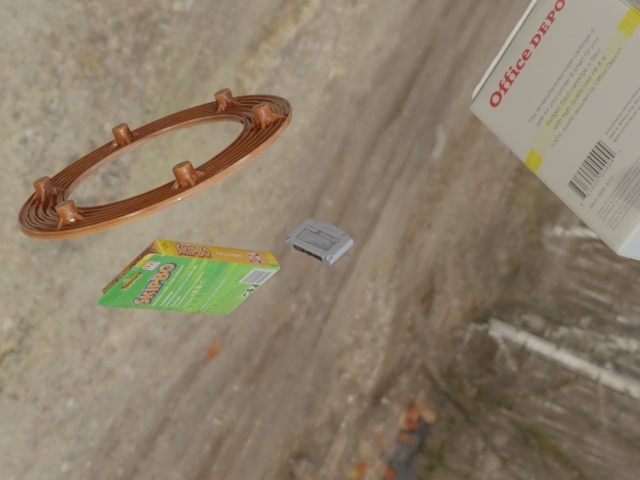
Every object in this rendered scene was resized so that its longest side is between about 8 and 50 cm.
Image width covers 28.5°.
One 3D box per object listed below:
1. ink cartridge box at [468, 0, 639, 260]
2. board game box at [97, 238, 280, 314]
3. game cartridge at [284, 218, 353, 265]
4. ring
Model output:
[{"bbox_3d":[0.439,-0.192,1.849,0.160,0.384,0.279,10,122,-43],"label":"ink cartridge box"},{"bbox_3d":[-0.184,0.053,1.754,0.124,0.039,0.259,-41,154,28],"label":"board game box"},{"bbox_3d":[0.000,0.000,1.661,0.056,0.083,0.017,-45,140,-26],"label":"game cartridge"},{"bbox_3d":[-0.192,-0.097,1.431,0.336,0.337,0.032,-51,125,-52],"label":"ring"}]
